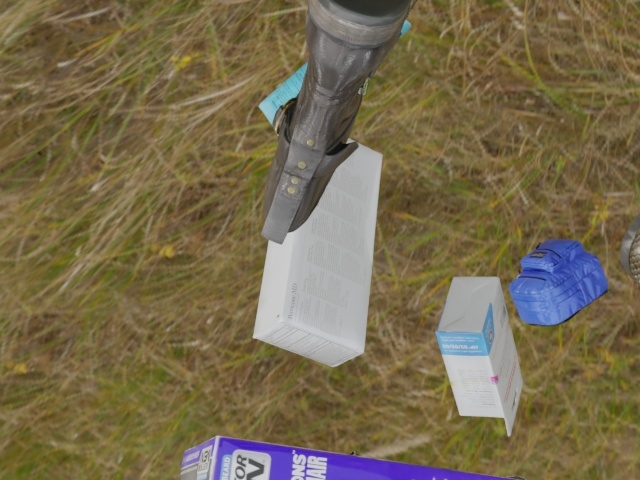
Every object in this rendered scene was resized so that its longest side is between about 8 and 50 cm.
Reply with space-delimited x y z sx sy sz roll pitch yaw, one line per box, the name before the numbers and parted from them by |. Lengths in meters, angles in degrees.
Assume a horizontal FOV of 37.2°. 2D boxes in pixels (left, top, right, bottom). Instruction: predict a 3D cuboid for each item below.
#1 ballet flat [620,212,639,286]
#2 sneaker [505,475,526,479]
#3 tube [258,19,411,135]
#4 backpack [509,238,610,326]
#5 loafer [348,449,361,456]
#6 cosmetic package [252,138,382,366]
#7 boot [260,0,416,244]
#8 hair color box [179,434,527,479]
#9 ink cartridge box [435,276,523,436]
ballet flat | 0.302 0.045 0.724 0.250 0.058 0.084 35 88 -45
sneaker | 0.215 0.340 1.192 0.061 0.158 0.065 56 147 17
tube | 0.015 -0.206 1.144 0.207 0.080 0.052 -41 138 11
backpack | 0.325 0.061 1.346 0.098 0.120 0.101 -5 118 61
loafer | -0.022 0.392 1.400 0.087 0.251 0.094 62 153 4
cosmetic package | 0.000 0.000 0.976 0.099 0.239 0.060 25 145 -27
boot | 0.019 -0.150 0.736 0.091 0.263 0.229 24 140 3
hair color box | 0.036 0.274 0.944 0.338 0.110 0.185 10 161 -15
ink cartridge box | 0.200 0.146 1.179 0.061 0.104 0.181 -2 127 26
